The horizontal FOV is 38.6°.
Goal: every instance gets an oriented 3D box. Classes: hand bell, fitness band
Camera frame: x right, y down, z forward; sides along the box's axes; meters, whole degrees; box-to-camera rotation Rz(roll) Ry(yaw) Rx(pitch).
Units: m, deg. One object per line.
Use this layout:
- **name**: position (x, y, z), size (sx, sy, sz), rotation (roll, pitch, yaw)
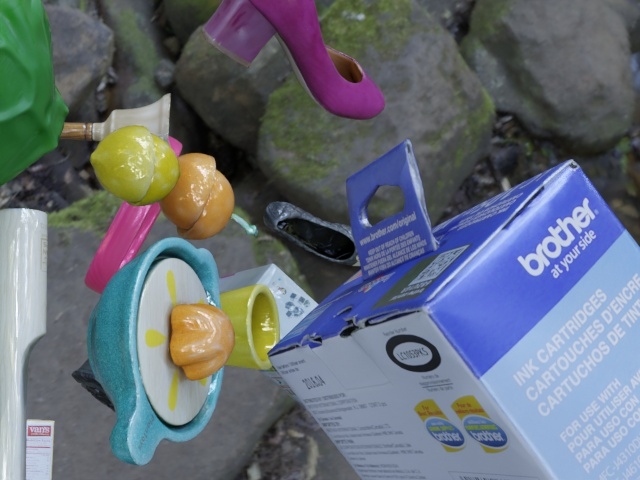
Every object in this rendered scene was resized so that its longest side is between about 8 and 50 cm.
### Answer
- **hand bell**: position (-0.339, -0.157, 1.304), size (0.242, 0.126, 0.126), rotation (3, 71, -9)
- **fitness band**: position (-0.310, -0.042, 1.533), size (0.054, 0.209, 0.291), rotation (28, 101, -5)

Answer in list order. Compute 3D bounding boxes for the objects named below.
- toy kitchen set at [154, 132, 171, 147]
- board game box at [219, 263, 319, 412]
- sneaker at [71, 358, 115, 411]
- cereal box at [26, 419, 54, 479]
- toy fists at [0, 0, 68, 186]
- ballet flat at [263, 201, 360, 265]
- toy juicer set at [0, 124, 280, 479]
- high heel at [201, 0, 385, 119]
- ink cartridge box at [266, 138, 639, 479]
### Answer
- **toy kitchen set**: position (-0.219, -0.076, 1.114), size (0.083, 0.075, 0.068), rotation (-12, 39, 2)
- **board game box**: position (-0.049, 0.182, 1.599), size (0.303, 0.224, 0.097), rotation (44, 65, -16)
- **sneaker**: position (-0.227, 0.154, 1.189), size (0.109, 0.286, 0.130), rotation (44, 57, -17)
- **cereal box**: position (-0.398, 0.365, 1.196), size (0.047, 0.173, 0.240), rotation (8, 68, -30)
- **toy fists**: position (-0.252, -0.047, 0.409), size (0.279, 0.142, 0.096), rotation (-29, 78, -9)
- **ballet flat**: position (0.000, 0.000, 1.184), size (0.173, 0.057, 0.049), rotation (22, 25, -26)
- **toy juicer set**: position (-0.106, 0.030, 0.598), size (0.329, 0.089, 0.209), rotation (-37, 120, -69)
- **high heel**: position (0.016, -0.294, 1.312), size (0.377, 0.181, 0.127), rotation (14, 34, -52)
- **ink cartridge box**: position (0.132, 0.124, 0.617), size (0.151, 0.270, 0.395), rotation (-41, 95, -25)
